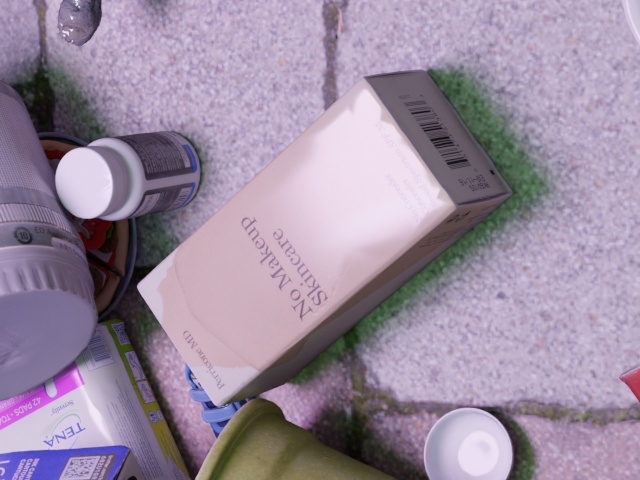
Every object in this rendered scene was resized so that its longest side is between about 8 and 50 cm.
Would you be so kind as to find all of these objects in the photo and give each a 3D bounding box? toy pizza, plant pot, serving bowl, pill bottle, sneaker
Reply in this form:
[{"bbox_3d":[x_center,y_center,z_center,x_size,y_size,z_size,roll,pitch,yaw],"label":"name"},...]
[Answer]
[{"bbox_3d":[-0.270,-0.007,1.885,0.201,0.032,0.201,5,99,30],"label":"toy pizza"},{"bbox_3d":[0.026,0.304,1.642,0.254,0.276,0.276,15,105,17],"label":"plant pot"},{"bbox_3d":[0.134,0.190,1.673,0.083,0.027,0.083,-5,79,24],"label":"serving bowl"},{"bbox_3d":[-0.180,-0.060,1.763,0.078,0.137,0.078,4,99,30],"label":"pill bottle"},{"bbox_3d":[-0.097,0.142,1.789,0.053,0.059,0.144,-17,89,29],"label":"sneaker"}]

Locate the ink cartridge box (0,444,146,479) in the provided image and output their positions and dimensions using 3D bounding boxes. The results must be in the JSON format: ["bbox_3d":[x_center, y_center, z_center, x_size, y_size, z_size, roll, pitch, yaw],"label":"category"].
[{"bbox_3d":[-0.221,0.369,1.674,0.151,0.270,0.395,-5,126,20],"label":"ink cartridge box"}]

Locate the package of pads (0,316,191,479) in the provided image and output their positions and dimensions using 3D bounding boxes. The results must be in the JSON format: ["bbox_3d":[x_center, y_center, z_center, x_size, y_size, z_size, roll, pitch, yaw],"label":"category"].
[{"bbox_3d":[-0.277,0.241,1.884,0.296,0.101,0.229,-30,81,31],"label":"package of pads"}]

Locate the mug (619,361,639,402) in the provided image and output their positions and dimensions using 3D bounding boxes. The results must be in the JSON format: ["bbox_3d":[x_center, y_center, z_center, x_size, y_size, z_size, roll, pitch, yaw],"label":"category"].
[{"bbox_3d":[0.343,0.144,1.504,0.150,0.113,0.169,-34,83,31],"label":"mug"}]

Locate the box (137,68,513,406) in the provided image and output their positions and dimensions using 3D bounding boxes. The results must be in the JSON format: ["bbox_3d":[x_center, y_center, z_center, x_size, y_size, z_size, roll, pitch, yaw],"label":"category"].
[{"bbox_3d":[0.000,0.000,1.676,0.311,0.121,0.148,-42,76,28],"label":"box"}]

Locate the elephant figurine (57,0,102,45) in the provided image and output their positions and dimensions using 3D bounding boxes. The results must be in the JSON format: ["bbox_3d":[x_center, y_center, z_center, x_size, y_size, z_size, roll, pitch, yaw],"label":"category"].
[{"bbox_3d":[-0.195,-0.335,1.736,0.169,0.186,0.239,-128,22,-50],"label":"elephant figurine"}]

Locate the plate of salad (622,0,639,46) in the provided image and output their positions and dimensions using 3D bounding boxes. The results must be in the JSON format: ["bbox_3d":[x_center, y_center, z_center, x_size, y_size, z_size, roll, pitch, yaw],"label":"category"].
[{"bbox_3d":[0.328,-0.210,1.497,0.200,0.048,0.200,4,99,29],"label":"plate of salad"}]

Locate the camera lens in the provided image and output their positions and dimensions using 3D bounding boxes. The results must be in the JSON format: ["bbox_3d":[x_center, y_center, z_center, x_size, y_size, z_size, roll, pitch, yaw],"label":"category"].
[{"bbox_3d":[-0.344,-0.008,1.758,0.219,0.219,0.274,-42,58,28],"label":"camera lens"}]
